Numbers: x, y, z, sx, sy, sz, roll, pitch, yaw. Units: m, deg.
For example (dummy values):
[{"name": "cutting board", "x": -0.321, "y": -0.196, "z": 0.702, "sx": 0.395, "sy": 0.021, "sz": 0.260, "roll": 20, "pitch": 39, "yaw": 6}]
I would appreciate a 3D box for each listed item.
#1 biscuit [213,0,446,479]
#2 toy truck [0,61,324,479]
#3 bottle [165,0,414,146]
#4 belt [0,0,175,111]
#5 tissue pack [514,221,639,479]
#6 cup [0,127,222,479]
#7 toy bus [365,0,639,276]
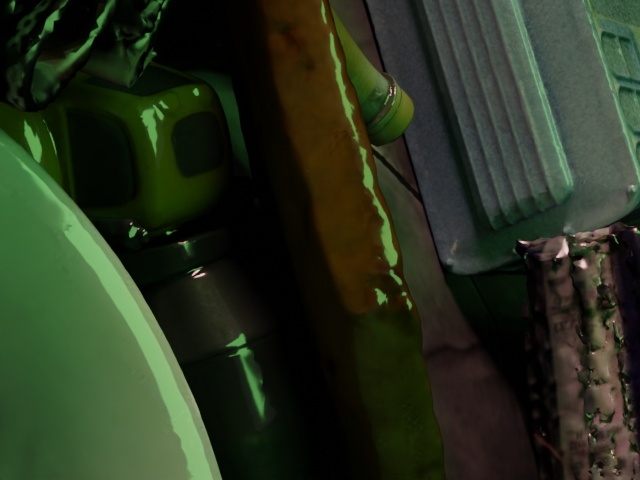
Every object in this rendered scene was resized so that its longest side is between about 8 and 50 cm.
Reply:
[{"name": "biscuit", "x": 0.000, "y": 0.001, "z": 0.803, "sx": 0.359, "sy": 0.046, "sz": 0.359, "roll": 166, "pitch": -90, "yaw": -88}, {"name": "toy truck", "x": -0.080, "y": 0.021, "z": 0.701, "sx": 0.147, "sy": 0.165, "sz": 0.224, "roll": -23, "pitch": 110, "yaw": -56}, {"name": "bottle", "x": -0.040, "y": -0.136, "z": 0.964, "sx": 0.269, "sy": 0.083, "sz": 0.083, "roll": 40, "pitch": 41, "yaw": -39}, {"name": "belt", "x": -0.046, "y": -0.193, "z": 0.665, "sx": 0.359, "sy": 0.094, "sz": 0.126, "roll": -54, "pitch": 153, "yaw": -32}, {"name": "tissue pack", "x": 0.220, "y": 0.162, "z": 1.044, "sx": 0.245, "sy": 0.123, "sz": 0.332, "roll": 14, "pitch": 69, "yaw": -58}, {"name": "cup", "x": -0.194, "y": 0.115, "z": 0.518, "sx": 0.347, "sy": 0.163, "sz": 0.347, "roll": 33, "pitch": 45, "yaw": -40}, {"name": "toy bus", "x": 0.143, "y": -0.139, "z": 1.153, "sx": 0.190, "sy": 0.152, "sz": 0.312, "roll": 3, "pitch": 68, "yaw": -54}]
